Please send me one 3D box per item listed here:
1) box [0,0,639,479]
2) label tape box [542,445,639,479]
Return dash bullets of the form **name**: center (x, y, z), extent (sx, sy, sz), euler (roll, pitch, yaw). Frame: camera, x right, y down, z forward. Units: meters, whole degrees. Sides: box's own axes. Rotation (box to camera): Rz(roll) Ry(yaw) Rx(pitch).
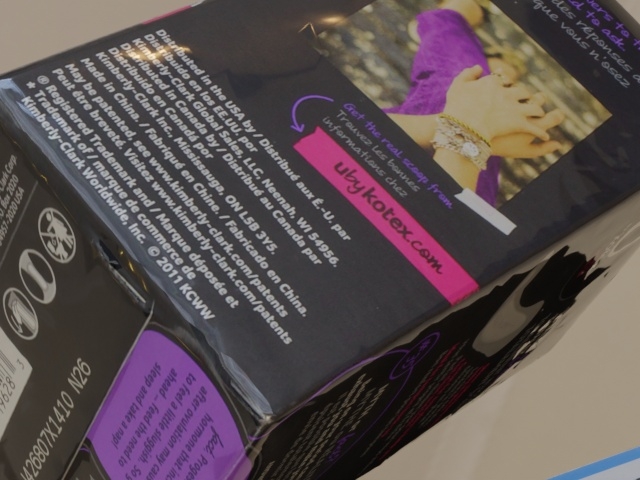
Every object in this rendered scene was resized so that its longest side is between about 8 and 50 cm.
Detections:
- **box**: center (0.000, 0.000, 0.619), extent (0.270, 0.143, 0.165), euler (-27, -20, -41)
- **label tape box**: center (0.212, 0.296, 1.080), extent (0.241, 0.106, 0.333), euler (-20, -57, 4)
